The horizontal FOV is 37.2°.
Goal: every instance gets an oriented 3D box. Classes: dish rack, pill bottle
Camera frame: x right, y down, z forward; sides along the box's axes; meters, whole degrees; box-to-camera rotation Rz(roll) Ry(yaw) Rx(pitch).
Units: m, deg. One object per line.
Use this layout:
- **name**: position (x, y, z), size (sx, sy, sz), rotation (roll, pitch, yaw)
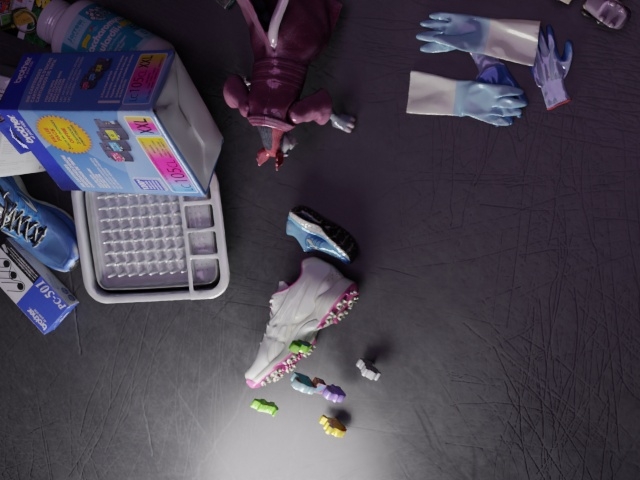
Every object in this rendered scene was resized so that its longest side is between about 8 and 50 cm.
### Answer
- **dish rack**: position (-0.344, -0.019, 1.977), size (0.332, 0.072, 0.286), rotation (-4, 99, 16)
- **pill bottle**: position (-0.433, -0.385, 1.903), size (0.264, 0.146, 0.146), rotation (29, 105, 9)

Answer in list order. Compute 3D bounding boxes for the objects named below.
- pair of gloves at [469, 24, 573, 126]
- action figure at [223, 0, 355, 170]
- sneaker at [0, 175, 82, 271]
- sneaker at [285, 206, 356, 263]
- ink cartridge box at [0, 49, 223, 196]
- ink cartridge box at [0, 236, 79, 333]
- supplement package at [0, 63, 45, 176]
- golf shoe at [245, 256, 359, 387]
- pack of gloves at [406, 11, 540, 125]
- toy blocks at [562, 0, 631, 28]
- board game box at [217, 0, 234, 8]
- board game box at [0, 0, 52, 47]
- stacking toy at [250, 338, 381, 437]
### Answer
- **pair of gloves**: position (0.375, -0.306, 1.759), size (0.198, 0.023, 0.159), rotation (-18, 94, 18)
- **action figure**: position (-0.064, -0.315, 1.762), size (0.248, 0.276, 0.370), rotation (5, 86, 8)
- **sneaker**: position (-0.648, -0.044, 2.016), size (0.330, 0.147, 0.130), rotation (38, 106, 6)
- **sneaker**: position (0.000, 0.000, 1.901), size (0.162, 0.063, 0.073), rotation (35, 121, 14)
- **ink cartridge box**: position (-0.420, -0.221, 1.822), size (0.395, 0.270, 0.151), rotation (5, 59, 21)
- **ink cartridge box**: position (-0.637, 0.096, 2.088), size (0.207, 0.046, 0.097), rotation (47, 109, 4)
- **supplement package**: position (-0.661, -0.251, 1.961), size (0.149, 0.194, 0.203), rotation (17, 102, 13)
- **golf shoe**: position (-0.060, 0.164, 1.919), size (0.140, 0.115, 0.306), rotation (45, 101, 16)
- **pack of gloves**: position (0.274, -0.318, 1.756), size (0.232, 0.046, 0.195), rotation (11, 102, 21)
- **toy blocks**: position (0.460, -0.509, 1.523), size (0.288, 0.260, 0.309), rotation (27, 116, -9)
- **board game box**: position (-0.171, -0.566, 1.865), size (0.126, 0.026, 0.186), rotation (44, 107, 6)
- **board game box**: position (-0.586, -0.532, 1.928), size (0.136, 0.030, 0.260), rotation (19, 120, -13)
- **stacking toy**: position (-0.005, 0.295, 1.887), size (0.221, 0.052, 0.167), rotation (21, 108, -30)
